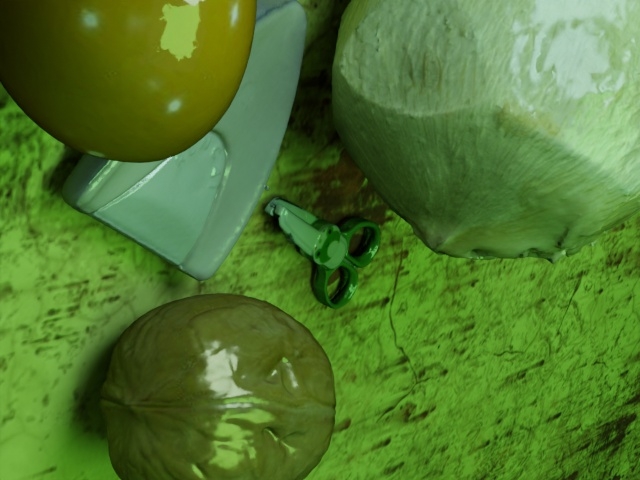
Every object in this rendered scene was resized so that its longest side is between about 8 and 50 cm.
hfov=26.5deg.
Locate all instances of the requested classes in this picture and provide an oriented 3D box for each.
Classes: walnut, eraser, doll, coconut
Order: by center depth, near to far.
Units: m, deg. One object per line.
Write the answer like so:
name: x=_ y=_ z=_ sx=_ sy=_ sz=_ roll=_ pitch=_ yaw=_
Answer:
doll: x=-0.159 y=-0.163 z=0.894 sx=0.236 sy=0.213 sz=0.213 roll=3 pitch=113 yaw=-15
eraser: x=-0.094 y=-0.101 z=1.127 sx=0.243 sy=0.059 sz=0.204 roll=-59 pitch=147 yaw=-5
walnut: x=-0.091 y=0.143 z=1.186 sx=0.225 sy=0.193 sz=0.193 roll=-3 pitch=113 yaw=-51
coconut: x=0.175 y=-0.150 z=1.232 sx=0.360 sy=0.346 sz=0.346 roll=-63 pitch=148 yaw=-5

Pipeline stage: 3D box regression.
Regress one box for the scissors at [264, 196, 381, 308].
scissors: x=0.000 y=0.000 z=1.361 sx=0.101 sy=0.027 sz=0.204 roll=-63 pitch=150 yaw=-7
